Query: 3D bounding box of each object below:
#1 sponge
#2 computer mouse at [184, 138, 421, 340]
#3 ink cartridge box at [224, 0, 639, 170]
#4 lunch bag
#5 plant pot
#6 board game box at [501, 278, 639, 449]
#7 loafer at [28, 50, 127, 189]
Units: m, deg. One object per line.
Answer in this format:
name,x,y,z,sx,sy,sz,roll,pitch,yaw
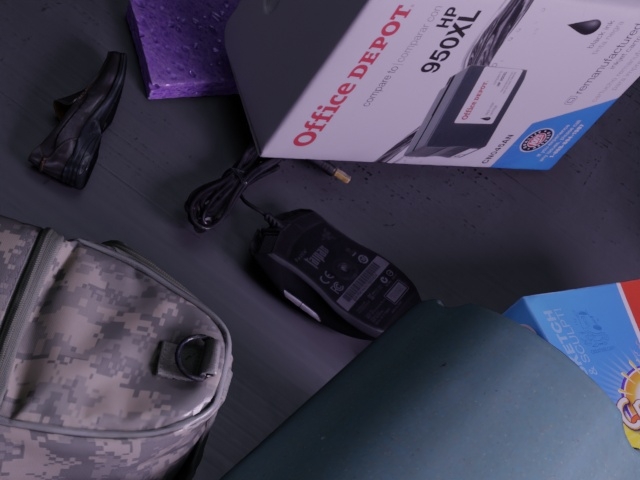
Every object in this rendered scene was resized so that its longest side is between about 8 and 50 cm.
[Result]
sponge,-0.104,-0.216,1.530,0.210,0.031,0.117,-6,63,-26
computer mouse,0.000,0.000,1.426,0.262,0.060,0.184,32,48,5
ink cartridge box,0.138,-0.221,1.447,0.394,0.285,0.166,0,57,-31
lunch bag,-0.213,0.139,1.089,0.256,0.305,0.213,18,52,-4
plant pot,0.062,0.244,1.070,0.341,0.341,0.334,41,66,6
board game box,0.321,0.188,1.296,0.242,0.064,0.317,-6,59,-43
loafer,-0.241,-0.132,1.401,0.061,0.062,0.170,20,52,-5
